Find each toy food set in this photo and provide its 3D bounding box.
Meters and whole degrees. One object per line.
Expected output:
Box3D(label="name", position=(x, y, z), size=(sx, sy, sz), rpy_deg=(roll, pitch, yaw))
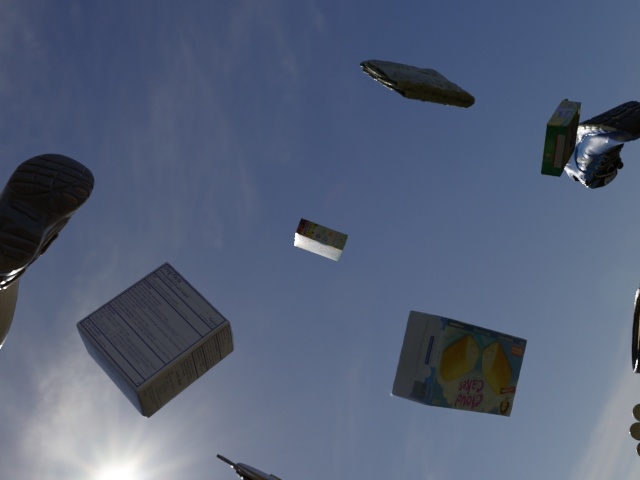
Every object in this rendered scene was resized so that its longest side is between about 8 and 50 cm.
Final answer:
Box3D(label="toy food set", position=(-0.125, 0.492, 1.577), size=(0.192, 0.132, 0.039), rpy_deg=(37, -106, -42))

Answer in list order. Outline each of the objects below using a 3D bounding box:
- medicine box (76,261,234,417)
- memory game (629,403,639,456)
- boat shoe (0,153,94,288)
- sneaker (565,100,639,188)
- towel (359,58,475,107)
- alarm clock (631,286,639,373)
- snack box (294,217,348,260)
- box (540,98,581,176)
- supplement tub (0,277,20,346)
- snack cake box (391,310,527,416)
Box3D(label="medicine box", position=(-0.410, 0.245, 1.966), size=(0.289, 0.263, 0.149), rpy_deg=(-36, -30, -26))
Box3D(label="memory game", position=(0.701, 0.371, 1.519), size=(0.012, 0.186, 0.186), rpy_deg=(34, -99, -56))
Box3D(label="boat shoe", position=(-0.481, -0.034, 1.268), size=(0.116, 0.123, 0.324), rpy_deg=(-48, 10, 33))
Box3D(label="sneaker", position=(0.612, -0.197, 1.671), size=(0.129, 0.147, 0.330), rpy_deg=(-24, -2, -5))
Box3D(label="towel", position=(0.137, -0.220, 1.084), size=(0.148, 0.110, 0.027), rpy_deg=(3, -61, -36))
Box3D(label="alarm clock", position=(0.498, 0.155, 1.160), size=(0.129, 0.064, 0.192), rpy_deg=(-10, -74, -72))
Box3D(label="snack box", position=(0.000, 0.000, 1.591), size=(0.141, 0.100, 0.037), rpy_deg=(102, -173, -80))
Box3D(label="box", position=(0.470, -0.203, 1.510), size=(0.179, 0.043, 0.105), rpy_deg=(-48, -37, -53))
Box3D(label="supplement tub", position=(-0.688, 0.088, 1.373), size=(0.272, 0.191, 0.191), rpy_deg=(13, -80, -27))
Box3D(label="snack cake box", position=(0.255, 0.226, 1.401), size=(0.264, 0.089, 0.152), rpy_deg=(18, -98, -44))
